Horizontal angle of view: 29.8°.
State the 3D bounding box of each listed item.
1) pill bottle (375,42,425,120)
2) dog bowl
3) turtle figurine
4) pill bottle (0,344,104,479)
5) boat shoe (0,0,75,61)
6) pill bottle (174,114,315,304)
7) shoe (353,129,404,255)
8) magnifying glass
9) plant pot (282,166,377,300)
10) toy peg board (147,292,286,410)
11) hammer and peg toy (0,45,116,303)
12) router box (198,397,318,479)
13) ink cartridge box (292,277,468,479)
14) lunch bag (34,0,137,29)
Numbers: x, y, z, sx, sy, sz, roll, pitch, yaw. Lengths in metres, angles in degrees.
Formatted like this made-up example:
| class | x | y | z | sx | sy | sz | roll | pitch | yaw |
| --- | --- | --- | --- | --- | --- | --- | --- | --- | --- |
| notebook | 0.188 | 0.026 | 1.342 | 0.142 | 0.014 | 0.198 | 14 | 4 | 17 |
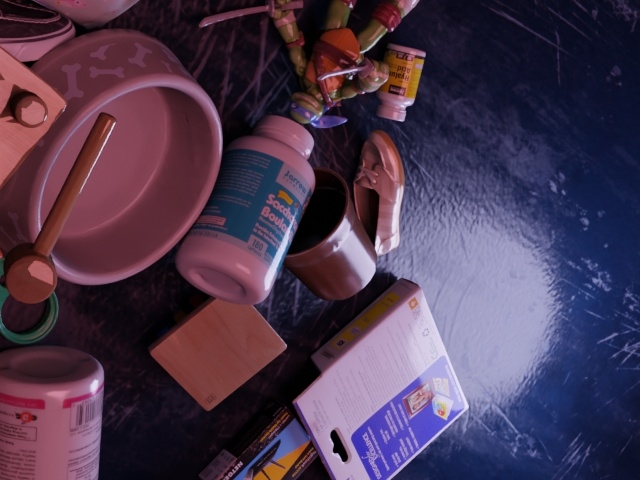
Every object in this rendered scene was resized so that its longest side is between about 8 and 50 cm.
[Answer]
| class | x | y | z | sx | sy | sz | roll | pitch | yaw |
| --- | --- | --- | --- | --- | --- | --- | --- | --- | --- |
| pill bottle | 0.125 | -0.253 | 1.925 | 0.065 | 0.065 | 0.116 | 4 | 103 | -40 |
| dog bowl | -0.274 | -0.096 | 1.574 | 0.349 | 0.102 | 0.348 | -33 | 141 | -31 |
| turtle figurine | 0.027 | -0.310 | 1.742 | 0.266 | 0.198 | 0.275 | -57 | 134 | -12 |
| pill bottle | -0.386 | 0.301 | 1.654 | 0.160 | 0.160 | 0.283 | -5 | 109 | -37 |
| boat shoe | -0.434 | -0.279 | 1.441 | 0.301 | 0.108 | 0.102 | -2 | 117 | -31 |
| pill bottle | -0.098 | -0.050 | 1.744 | 0.146 | 0.146 | 0.264 | 44 | 58 | -40 |
| shoe | 0.092 | -0.072 | 1.957 | 0.058 | 0.076 | 0.219 | -25 | 122 | -36 |
| magnifying glass | -0.429 | 0.044 | 1.620 | 0.092 | 0.026 | 0.231 | -38 | 128 | -22 |
| plant pot | 0.000 | 0.000 | 1.866 | 0.167 | 0.167 | 0.165 | -51 | 138 | -13 |
| toy peg board | -0.166 | 0.148 | 1.845 | 0.161 | 0.079 | 0.161 | -39 | 127 | -2 |
| hammer and peg toy | -0.413 | -0.109 | 1.354 | 0.361 | 0.127 | 0.266 | 38 | 88 | -23 |
| router box | -0.098 | 0.368 | 1.984 | 0.179 | 0.046 | 0.133 | -46 | 129 | -17 |
| ink cartridge box | 0.098 | 0.274 | 2.096 | 0.307 | 0.072 | 0.303 | -37 | 127 | -20 |
| lunch bag | -0.297 | -0.404 | 1.476 | 0.223 | 0.160 | 0.262 | 25 | 108 | -45 |
